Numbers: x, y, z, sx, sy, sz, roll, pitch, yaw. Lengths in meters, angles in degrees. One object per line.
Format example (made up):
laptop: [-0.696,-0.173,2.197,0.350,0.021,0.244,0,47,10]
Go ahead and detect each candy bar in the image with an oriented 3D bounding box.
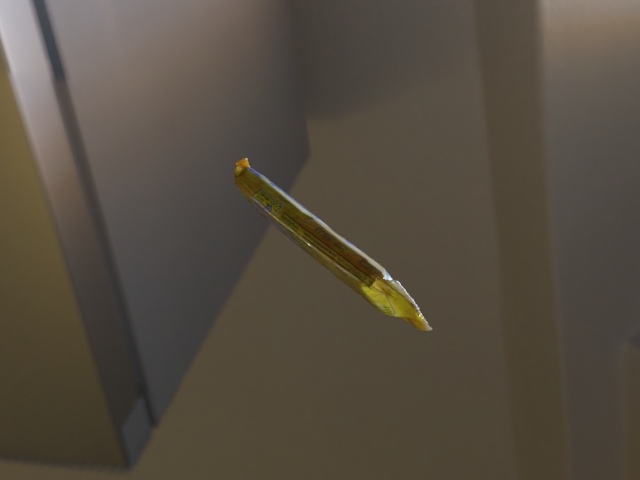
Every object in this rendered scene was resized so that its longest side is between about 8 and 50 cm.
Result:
candy bar: [0.000,0.000,0.671,0.018,0.040,0.161,-45,-140,-5]
